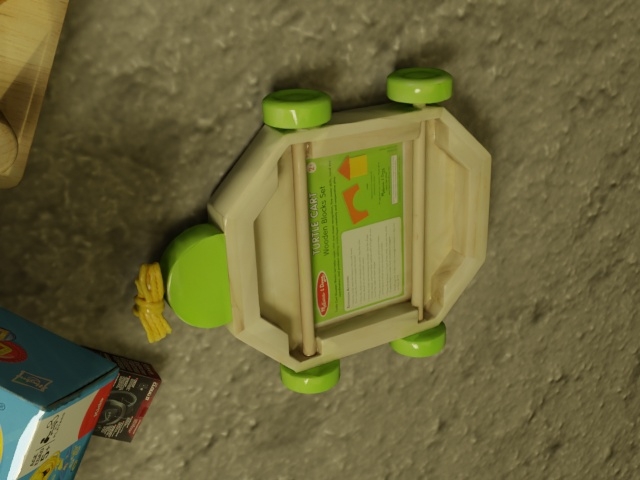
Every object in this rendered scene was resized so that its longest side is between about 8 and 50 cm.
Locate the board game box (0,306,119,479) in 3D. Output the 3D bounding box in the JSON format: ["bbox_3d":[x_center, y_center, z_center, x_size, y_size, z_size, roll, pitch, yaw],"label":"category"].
[{"bbox_3d":[-0.313,0.146,0.447,0.308,0.086,0.301,24,99,7],"label":"board game box"}]

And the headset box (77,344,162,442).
[{"bbox_3d":[-0.177,0.128,0.664,0.083,0.032,0.062,22,98,-36],"label":"headset box"}]

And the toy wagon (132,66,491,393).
[{"bbox_3d":[0.000,0.000,0.695,0.344,0.068,0.267,-14,116,-25],"label":"toy wagon"}]

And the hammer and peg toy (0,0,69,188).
[{"bbox_3d":[-0.308,-0.171,0.403,0.361,0.127,0.265,10,107,-33],"label":"hammer and peg toy"}]
